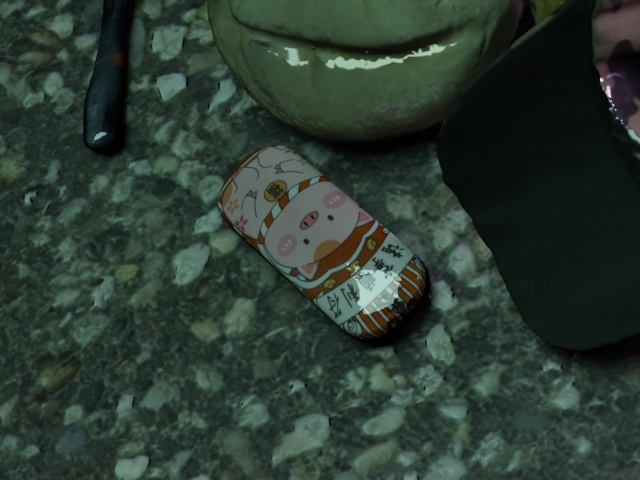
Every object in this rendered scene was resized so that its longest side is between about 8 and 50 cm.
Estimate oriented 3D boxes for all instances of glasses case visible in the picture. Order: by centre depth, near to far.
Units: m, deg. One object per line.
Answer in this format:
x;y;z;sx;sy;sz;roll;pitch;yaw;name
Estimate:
0.000;0.000;1.761;0.103;0.067;0.267;-48;53;-2;glasses case

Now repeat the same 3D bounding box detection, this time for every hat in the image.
0.308;-0.083;1.569;0.257;0.382;0.366;-24;85;-31;hat

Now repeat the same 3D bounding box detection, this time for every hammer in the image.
-0.228;-0.223;2.023;0.137;0.037;0.289;-13;58;22;hammer

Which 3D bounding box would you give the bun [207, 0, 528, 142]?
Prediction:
0.040;-0.283;1.808;0.365;0.219;0.365;-15;56;24;bun

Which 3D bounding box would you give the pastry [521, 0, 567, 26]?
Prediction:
0.328;-0.272;1.605;0.330;0.329;0.136;-26;54;12;pastry
